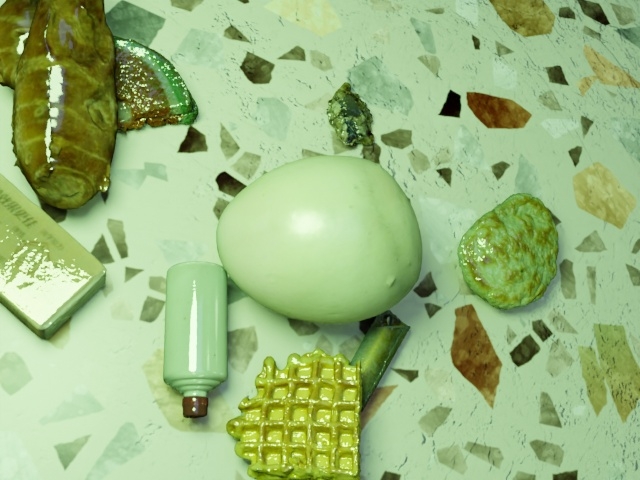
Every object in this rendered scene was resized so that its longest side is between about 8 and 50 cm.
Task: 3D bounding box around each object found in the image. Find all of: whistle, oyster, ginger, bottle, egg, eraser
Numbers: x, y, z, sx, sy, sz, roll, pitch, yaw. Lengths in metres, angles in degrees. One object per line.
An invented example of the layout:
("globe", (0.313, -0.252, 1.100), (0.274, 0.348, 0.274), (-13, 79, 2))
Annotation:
("whistle", (0.058, 0.258, 1.223), (0.068, 0.057, 0.326), (39, 63, -8))
("oyster", (0.063, -0.260, 1.432), (0.103, 0.051, 0.148), (-9, 62, -29))
("ginger", (-0.451, -0.253, 1.186), (0.176, 0.254, 0.419), (0, 84, -53))
("bottle", (-0.202, 0.163, 1.148), (0.104, 0.104, 0.245), (4, 68, -17))
("egg", (0.000, 0.000, 1.180), (0.344, 0.283, 0.283), (-4, 71, -10))
("eraser", (-0.515, -0.007, 1.124), (0.343, 0.078, 0.144), (42, 62, 2))

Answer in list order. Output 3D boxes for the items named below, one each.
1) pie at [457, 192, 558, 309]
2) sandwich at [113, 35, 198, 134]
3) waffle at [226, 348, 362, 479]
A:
("pie", (0.378, 0.028, 1.405), (0.248, 0.090, 0.201), (-33, 93, -26))
("sandwich", (-0.343, -0.297, 1.292), (0.159, 0.079, 0.235), (-34, 83, -26))
("waffle", (-0.042, 0.281, 1.151), (0.218, 0.057, 0.229), (-2, 53, 6))
